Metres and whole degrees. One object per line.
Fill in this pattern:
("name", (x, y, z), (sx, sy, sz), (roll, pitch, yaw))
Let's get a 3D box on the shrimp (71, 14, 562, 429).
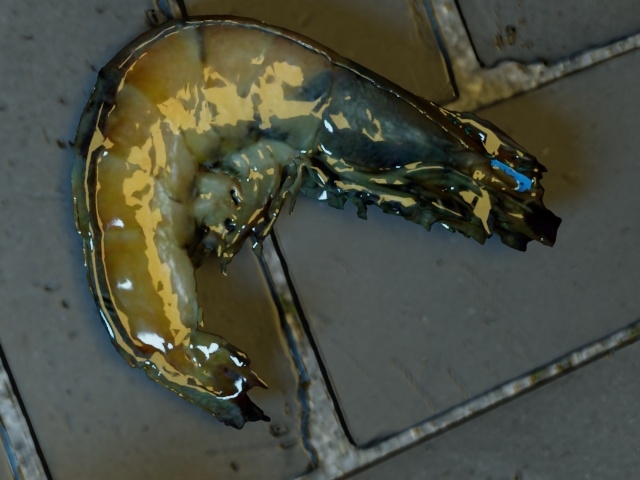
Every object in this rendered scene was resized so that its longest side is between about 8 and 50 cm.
("shrimp", (0.000, 0.000, 1.001), (0.290, 0.054, 0.222), (14, 77, -20))
